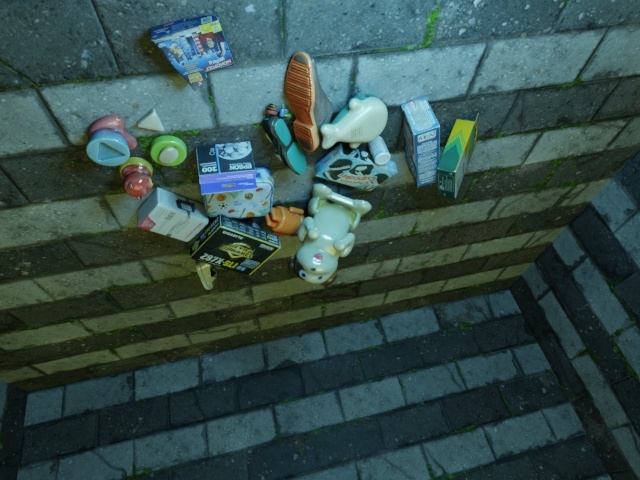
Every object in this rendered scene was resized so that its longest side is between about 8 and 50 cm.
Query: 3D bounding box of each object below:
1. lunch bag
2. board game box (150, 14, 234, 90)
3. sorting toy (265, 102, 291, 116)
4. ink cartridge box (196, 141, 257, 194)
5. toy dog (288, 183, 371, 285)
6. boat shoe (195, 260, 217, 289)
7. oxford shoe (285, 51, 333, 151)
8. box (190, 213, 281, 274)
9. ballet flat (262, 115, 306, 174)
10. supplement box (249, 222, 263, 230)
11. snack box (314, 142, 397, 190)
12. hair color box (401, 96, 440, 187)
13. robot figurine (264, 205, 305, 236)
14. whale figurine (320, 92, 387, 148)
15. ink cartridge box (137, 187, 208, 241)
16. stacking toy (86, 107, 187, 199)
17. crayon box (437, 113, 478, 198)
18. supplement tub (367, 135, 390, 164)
[{"bbox_3d":[-0.340,-0.204,1.752,0.303,0.115,0.243,-6,145,-14],"label":"lunch bag"},{"bbox_3d":[-0.367,-0.553,1.243,0.194,0.060,0.194,-16,149,-1],"label":"board game box"},{"bbox_3d":[-0.146,-0.468,1.492,0.102,0.061,0.042,-2,112,-34],"label":"sorting toy"},{"bbox_3d":[-0.349,-0.272,1.547,0.206,0.208,0.045,-8,150,-13],"label":"ink cartridge box"},{"bbox_3d":[0.000,0.000,1.929,0.285,0.408,0.395,24,161,-14],"label":"toy dog"},{"bbox_3d":[-0.602,0.188,2.259,0.084,0.095,0.258,-9,149,-4],"label":"boat shoe"},{"bbox_3d":[-0.031,-0.495,1.466,0.133,0.130,0.363,-40,150,-26],"label":"oxford shoe"},{"bbox_3d":[-0.387,0.030,1.900,0.322,0.079,0.257,22,132,-39],"label":"box"},{"bbox_3d":[-0.141,-0.370,1.607,0.096,0.095,0.280,18,153,33],"label":"ballet flat"},{"bbox_3d":[-0.390,0.028,2.072,0.239,0.130,0.073,-28,146,20],"label":"supplement box"},{"bbox_3d":[0.156,-0.311,1.824,0.322,0.060,0.187,9,153,-35],"label":"snack box"},{"bbox_3d":[0.418,-0.396,1.733,0.105,0.174,0.347,-17,148,5],"label":"hair color box"},{"bbox_3d":[-0.161,-0.089,1.998,0.219,0.128,0.158,16,93,-41],"label":"robot figurine"},{"bbox_3d":[0.109,-0.437,1.533,0.272,0.141,0.216,-26,146,-11],"label":"whale figurine"},{"bbox_3d":[-0.628,-0.104,1.785,0.172,0.100,0.237,-36,142,29],"label":"ink cartridge box"},{"bbox_3d":[-0.631,-0.292,1.464,0.280,0.130,0.309,-19,149,5],"label":"stacking toy"},{"bbox_3d":[0.596,-0.371,1.813,0.083,0.323,0.203,17,158,25],"label":"crayon box"},{"bbox_3d":[0.245,-0.377,1.749,0.071,0.107,0.071,-11,148,-7],"label":"supplement tub"}]
